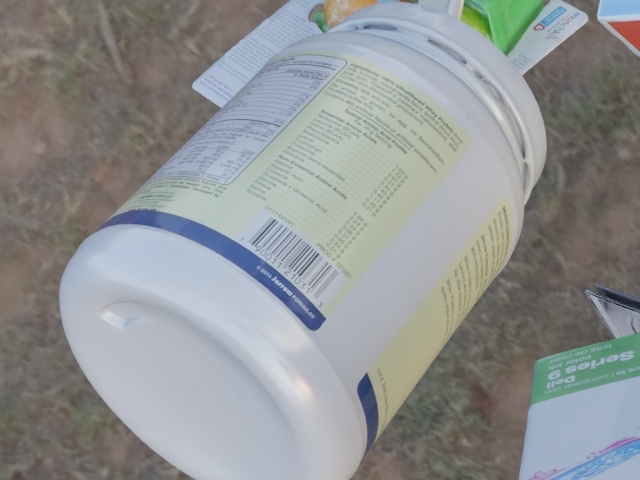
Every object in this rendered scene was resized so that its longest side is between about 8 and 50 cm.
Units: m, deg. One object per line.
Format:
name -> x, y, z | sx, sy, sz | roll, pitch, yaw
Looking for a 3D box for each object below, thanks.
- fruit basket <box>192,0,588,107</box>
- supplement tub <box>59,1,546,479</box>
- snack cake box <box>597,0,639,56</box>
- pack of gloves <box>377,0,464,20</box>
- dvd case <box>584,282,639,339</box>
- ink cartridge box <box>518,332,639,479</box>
fruit basket -> 0.078, -0.213, 1.561 | 0.353, 0.165, 0.327 | -46, 54, -11
supplement tub -> 0.000, 0.000, 0.953 | 0.235, 0.235, 0.325 | 15, 48, 33
snack cake box -> 0.315, -0.142, 0.772 | 0.264, 0.152, 0.089 | 4, 76, 42
pack of gloves -> 0.081, -0.290, 1.195 | 0.195, 0.046, 0.232 | -123, 37, -52
dvd case -> 0.298, 0.118, 1.002 | 0.018, 0.164, 0.221 | -39, 21, -10
ink cartridge box -> 0.150, 0.156, 0.590 | 0.093, 0.154, 0.212 | -16, 19, 17
